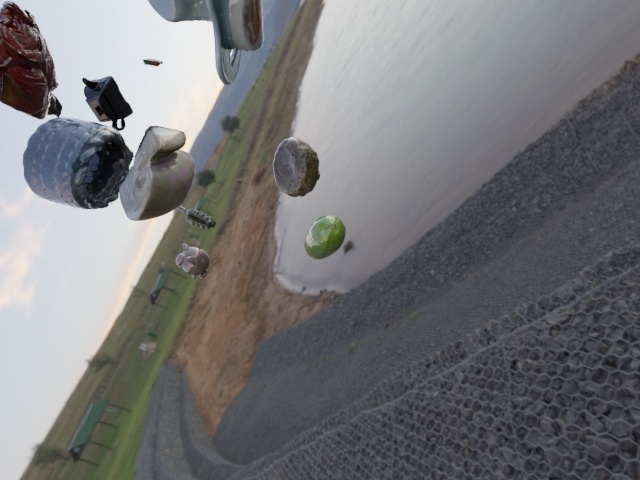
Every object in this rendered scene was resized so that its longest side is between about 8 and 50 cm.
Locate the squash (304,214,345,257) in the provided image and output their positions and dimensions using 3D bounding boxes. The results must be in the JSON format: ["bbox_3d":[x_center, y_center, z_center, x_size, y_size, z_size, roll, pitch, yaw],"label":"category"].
[{"bbox_3d":[0.002,0.007,1.437,0.370,0.118,0.118,129,160,-71],"label":"squash"}]

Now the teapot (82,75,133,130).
[{"bbox_3d":[-0.630,-0.397,1.238,0.096,0.087,0.177,-82,-20,-45],"label":"teapot"}]

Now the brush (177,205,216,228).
[{"bbox_3d":[-0.642,-0.136,2.032,0.071,0.301,0.084,-63,-8,6],"label":"brush"}]

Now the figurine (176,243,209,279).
[{"bbox_3d":[-0.521,0.086,1.747,0.125,0.138,0.125,-17,46,18],"label":"figurine"}]

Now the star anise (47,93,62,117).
[{"bbox_3d":[-1.098,-0.568,1.516,0.316,0.359,0.139,13,80,32],"label":"star anise"}]

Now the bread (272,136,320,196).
[{"bbox_3d":[-0.089,-0.281,1.647,0.230,0.123,0.230,19,114,48],"label":"bread"}]

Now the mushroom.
[{"bbox_3d":[-0.372,-0.136,1.040,0.236,0.162,0.173,-44,58,36],"label":"mushroom"}]

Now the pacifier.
[{"bbox_3d":[-0.205,-0.425,0.743,0.279,0.207,0.227,97,175,-55],"label":"pacifier"}]

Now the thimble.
[{"bbox_3d":[-0.617,-0.198,1.101,0.205,0.172,0.236,98,-174,-47],"label":"thimble"}]

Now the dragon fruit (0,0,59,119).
[{"bbox_3d":[-0.957,-0.558,1.271,0.302,0.240,0.330,-153,71,-75],"label":"dragon fruit"}]

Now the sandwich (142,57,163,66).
[{"bbox_3d":[-0.713,-0.753,1.797,0.101,0.069,0.026,-101,23,-63],"label":"sandwich"}]
